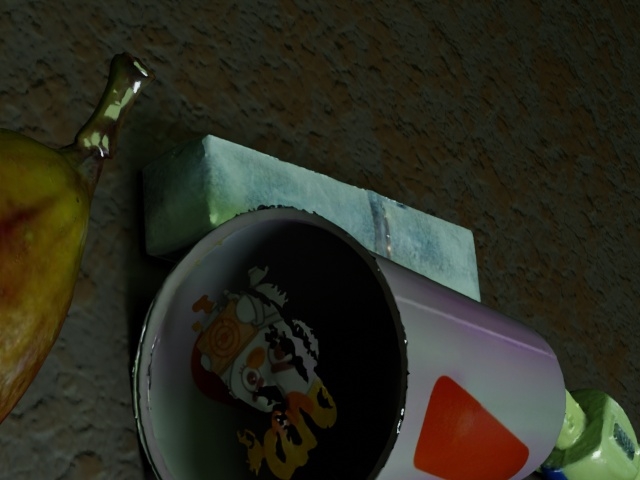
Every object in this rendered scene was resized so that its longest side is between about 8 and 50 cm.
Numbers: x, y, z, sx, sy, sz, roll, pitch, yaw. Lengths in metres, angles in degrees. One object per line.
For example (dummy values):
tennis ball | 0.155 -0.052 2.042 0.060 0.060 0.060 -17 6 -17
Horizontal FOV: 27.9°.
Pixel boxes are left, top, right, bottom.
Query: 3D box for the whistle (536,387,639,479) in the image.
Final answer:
whistle | 0.228 0.184 1.110 0.227 0.085 0.105 48 41 -27

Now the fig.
fig | -0.177 -0.007 0.634 0.274 0.145 0.170 -46 111 -35

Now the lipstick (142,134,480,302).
lipstick | 0.000 0.000 0.919 0.290 0.077 0.076 19 60 -44

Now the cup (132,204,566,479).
cup | 0.044 0.100 0.854 0.288 0.203 0.203 14 63 -55
